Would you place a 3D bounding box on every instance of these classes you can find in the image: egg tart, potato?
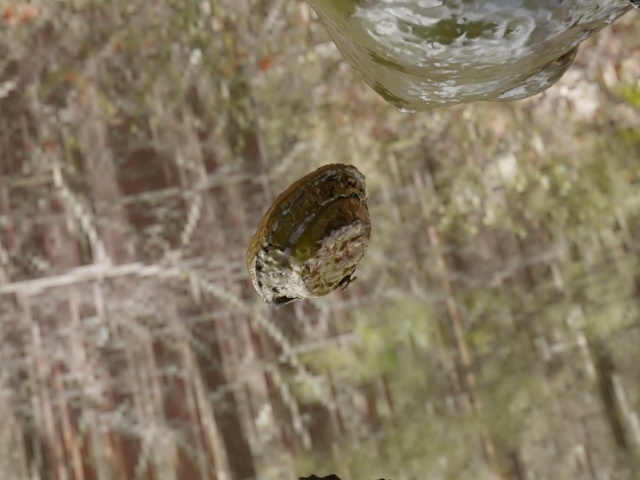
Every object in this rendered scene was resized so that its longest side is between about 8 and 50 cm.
[{"bbox_3d":[0.000,0.000,1.413,0.130,0.052,0.130,-36,146,-30],"label":"egg tart"},{"bbox_3d":[0.083,-0.183,0.898,0.218,0.202,0.351,-2,148,-8],"label":"potato"}]

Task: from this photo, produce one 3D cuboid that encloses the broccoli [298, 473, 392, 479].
[{"bbox_3d":[0.026,0.279,1.079,0.288,0.259,0.235,-16,140,20],"label":"broccoli"}]
